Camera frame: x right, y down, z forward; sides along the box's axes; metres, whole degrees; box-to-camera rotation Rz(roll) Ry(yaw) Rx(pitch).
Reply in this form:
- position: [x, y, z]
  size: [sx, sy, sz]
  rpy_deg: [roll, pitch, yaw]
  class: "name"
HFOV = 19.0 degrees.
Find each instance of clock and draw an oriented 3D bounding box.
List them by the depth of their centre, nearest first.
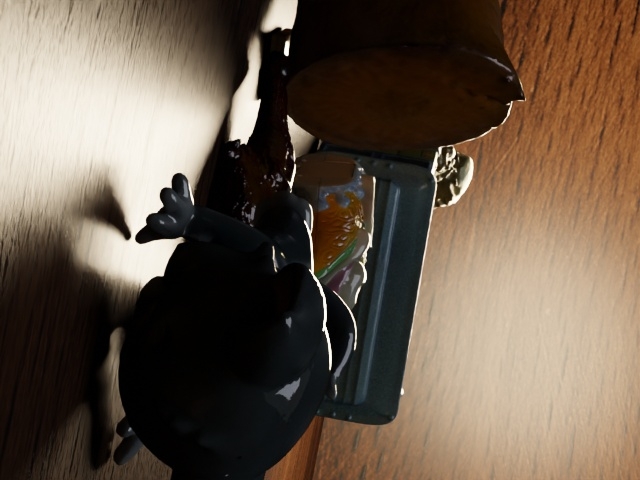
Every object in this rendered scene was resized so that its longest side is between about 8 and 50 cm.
- position: [0.000, 0.000, 1.858]
  size: [0.231, 0.103, 0.144]
  rpy_deg: [-70, 161, -74]
  class: "clock"

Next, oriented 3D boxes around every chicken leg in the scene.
- position: [-0.048, -0.059, 1.442]
  size: [0.205, 0.053, 0.093]
  rpy_deg: [-81, 164, -56]
  class: "chicken leg"

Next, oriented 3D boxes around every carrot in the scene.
- position: [0.065, -0.219, 1.594]
  size: [0.196, 0.196, 0.254]
  rpy_deg: [93, -3, -63]
  class: "carrot"

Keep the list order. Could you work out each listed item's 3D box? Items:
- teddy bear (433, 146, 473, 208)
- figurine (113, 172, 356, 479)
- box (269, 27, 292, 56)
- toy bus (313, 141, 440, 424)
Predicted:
- position: [0.080, -0.057, 2.489]
  size: [0.267, 0.156, 0.256]
  rpy_deg: [-49, 175, -9]
  class: "teddy bear"
- position: [-0.050, 0.063, 1.128]
  size: [0.193, 0.140, 0.265]
  rpy_deg: [-63, 167, 21]
  class: "figurine"
- position: [-0.033, -0.148, 1.615]
  size: [0.093, 0.015, 0.058]
  rpy_deg: [-55, 154, -79]
  class: "box"
- position: [0.044, 0.037, 2.237]
  size: [0.190, 0.152, 0.312]
  rpy_deg: [-69, 169, -74]
  class: "toy bus"
